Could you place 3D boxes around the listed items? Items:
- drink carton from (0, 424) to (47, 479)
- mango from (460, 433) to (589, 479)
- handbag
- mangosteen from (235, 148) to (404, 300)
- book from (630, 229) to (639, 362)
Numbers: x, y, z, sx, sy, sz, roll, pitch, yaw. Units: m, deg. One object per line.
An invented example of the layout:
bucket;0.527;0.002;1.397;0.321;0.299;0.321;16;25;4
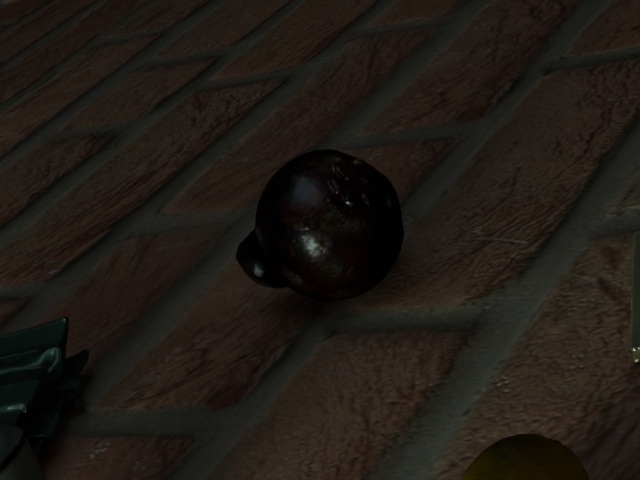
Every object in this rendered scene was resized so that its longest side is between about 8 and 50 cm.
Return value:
drink carton;-0.270;0.260;1.322;0.185;0.189;0.191;-10;23;40
mango;0.145;0.207;1.210;0.103;0.076;0.161;-8;28;19
handbag;-0.380;0.202;1.692;0.238;0.089;0.326;-15;21;15
mangosteen;0.000;-0.006;1.766;0.184;0.172;0.172;-40;11;30
book;0.367;0.029;1.509;0.170;0.018;0.241;-14;22;17
